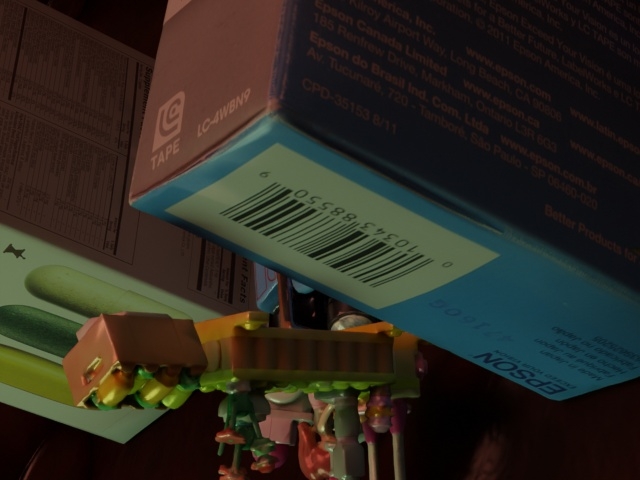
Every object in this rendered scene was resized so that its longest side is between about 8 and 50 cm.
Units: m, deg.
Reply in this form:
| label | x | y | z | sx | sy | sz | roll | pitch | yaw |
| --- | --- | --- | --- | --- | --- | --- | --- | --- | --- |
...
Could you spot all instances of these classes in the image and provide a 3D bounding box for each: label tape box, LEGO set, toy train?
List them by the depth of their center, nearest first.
| label | x | y | z | sx | sy | sz | roll | pitch | yaw |
| --- | --- | --- | --- | --- | --- | --- | --- | --- | --- |
| label tape box | 0.068 | -0.131 | 0.682 | 0.115 | 0.249 | 0.347 | -31 | 43 | 46 |
| LEGO set | -0.009 | 0.098 | 0.686 | 0.132 | 0.287 | 0.107 | -6 | 79 | 15 |
| toy train | 0.000 | 0.000 | 0.883 | 0.105 | 0.080 | 0.184 | -53 | 32 | 39 |

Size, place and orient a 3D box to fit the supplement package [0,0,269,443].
| label | x | y | z | sx | sy | sz | roll | pitch | yaw |
| --- | --- | --- | --- | --- | --- | --- | --- | --- | --- |
| supplement package | -0.194 | -0.015 | 1.018 | 0.199 | 0.263 | 0.198 | -39 | 38 | 40 |
